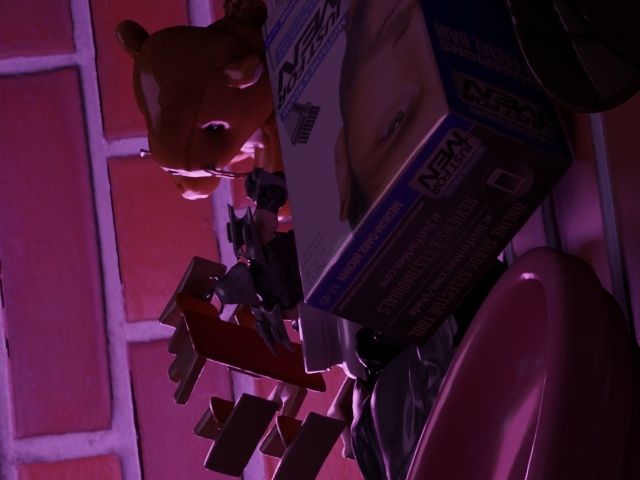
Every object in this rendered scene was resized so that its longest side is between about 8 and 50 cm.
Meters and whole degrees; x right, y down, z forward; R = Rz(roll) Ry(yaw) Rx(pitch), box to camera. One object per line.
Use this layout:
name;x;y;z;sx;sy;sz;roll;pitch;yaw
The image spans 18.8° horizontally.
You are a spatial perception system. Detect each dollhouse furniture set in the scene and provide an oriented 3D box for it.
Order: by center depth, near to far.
dollhouse furniture set;-0.021;0.130;1.995;0.135;0.259;0.262;-61;27;22

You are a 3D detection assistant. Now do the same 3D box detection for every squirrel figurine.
squirrel figurine;-0.074;-0.226;2.240;0.370;0.281;0.397;6;-74;-62

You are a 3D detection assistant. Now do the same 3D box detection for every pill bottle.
pill bottle;0.065;0.083;1.861;0.094;0.169;0.094;173;90;-87

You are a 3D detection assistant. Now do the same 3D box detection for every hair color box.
hair color box;0.057;-0.110;1.393;0.185;0.110;0.339;-54;29;30

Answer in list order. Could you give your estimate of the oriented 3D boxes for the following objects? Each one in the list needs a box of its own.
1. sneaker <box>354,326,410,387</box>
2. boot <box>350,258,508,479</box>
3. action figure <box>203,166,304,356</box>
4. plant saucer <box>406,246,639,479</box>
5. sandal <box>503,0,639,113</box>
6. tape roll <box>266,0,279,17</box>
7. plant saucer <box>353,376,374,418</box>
sneaker;0.096;0.101;1.718;0.286;0.130;0.109;85;175;-59
boot;0.126;0.191;1.430;0.338;0.118;0.223;62;148;29
action figure;0.000;0.000;1.934;0.099;0.285;0.185;29;139;47
plant saucer;0.108;0.171;1.091;0.332;0.084;0.332;-162;90;-85
sandal;0.130;-0.164;1.023;0.060;0.090;0.219;33;-141;-65
tape roll;0.048;-0.131;1.706;0.246;0.169;0.246;174;90;-87
plant saucer;0.094;0.199;1.703;0.198;0.036;0.198;43;180;0
